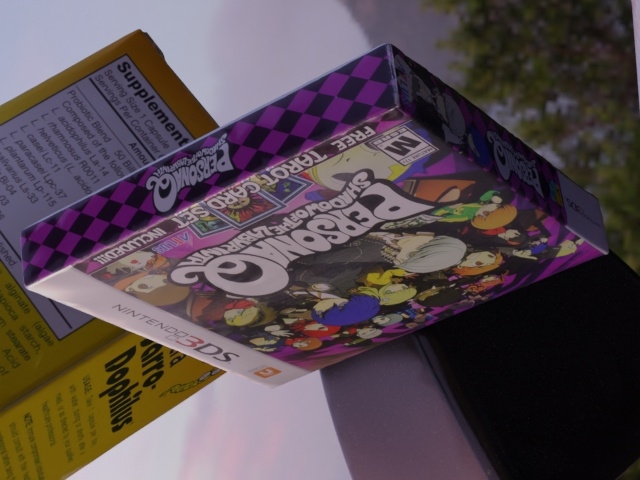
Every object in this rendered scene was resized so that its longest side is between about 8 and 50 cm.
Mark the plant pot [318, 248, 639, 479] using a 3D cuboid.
[{"bbox_3d":[0.103,0.078,1.009,0.188,0.167,0.187,-36,6,-29],"label":"plant pot"}]

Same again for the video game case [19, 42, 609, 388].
[{"bbox_3d":[0.000,0.000,0.823,0.210,0.232,0.042,29,-135,-49],"label":"video game case"}]

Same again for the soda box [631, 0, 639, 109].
[{"bbox_3d":[0.114,-0.069,0.374,0.183,0.058,0.063,67,-160,-79],"label":"soda box"}]

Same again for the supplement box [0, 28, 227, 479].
[{"bbox_3d":[-0.214,0.050,1.110,0.194,0.356,0.195,51,160,19],"label":"supplement box"}]
